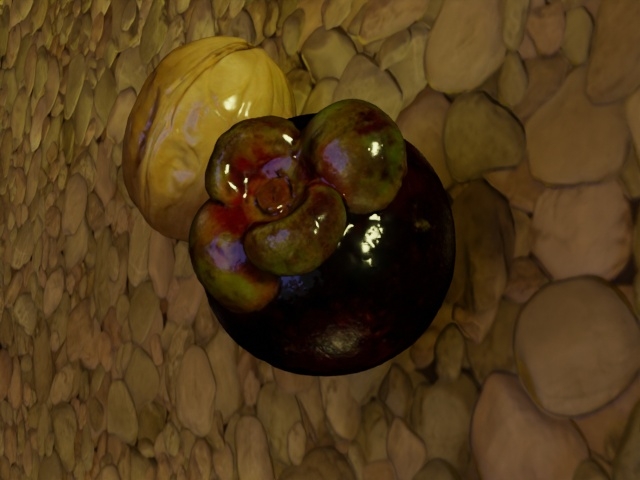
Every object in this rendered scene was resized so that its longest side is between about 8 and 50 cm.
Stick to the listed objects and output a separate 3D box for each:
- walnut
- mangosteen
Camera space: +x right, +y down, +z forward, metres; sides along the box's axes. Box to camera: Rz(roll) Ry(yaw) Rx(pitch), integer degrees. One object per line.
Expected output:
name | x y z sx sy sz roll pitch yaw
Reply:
walnut | -0.106 -0.092 0.902 0.159 0.159 0.206 45 119 48
mangosteen | 0.000 0.000 0.693 0.210 0.210 0.210 -14 73 53
